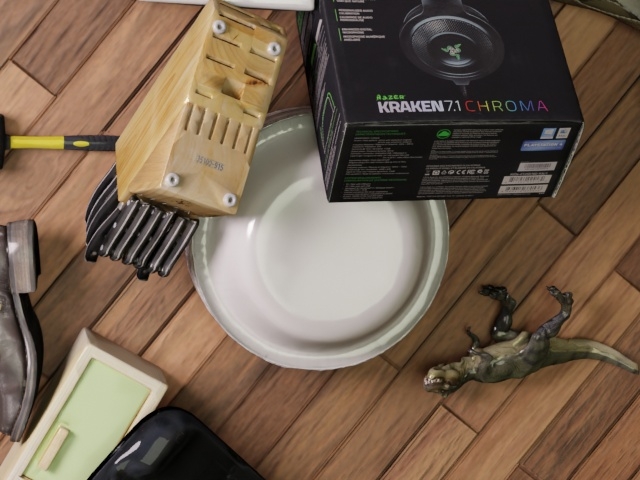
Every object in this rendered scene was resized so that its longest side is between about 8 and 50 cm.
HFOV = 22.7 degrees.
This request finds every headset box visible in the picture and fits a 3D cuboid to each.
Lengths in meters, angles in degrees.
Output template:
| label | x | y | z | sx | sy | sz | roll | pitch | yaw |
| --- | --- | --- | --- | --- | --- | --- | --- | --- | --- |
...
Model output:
| label | x | y | z | sx | sy | sz | roll | pitch | yaw |
| --- | --- | --- | --- | --- | --- | --- | --- | --- | --- |
| headset box | 0.115 | -0.189 | 1.657 | 0.246 | 0.283 | 0.131 | -1 | 144 | -11 |

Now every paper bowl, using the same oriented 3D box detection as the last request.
| label | x | y | z | sx | sy | sz | roll | pitch | yaw |
| --- | --- | --- | --- | --- | --- | --- | --- | --- | --- |
| paper bowl | 0.000 | 0.000 | 1.722 | 0.284 | 0.148 | 0.284 | -1 | 98 | -10 |

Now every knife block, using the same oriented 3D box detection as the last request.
| label | x | y | z | sx | sy | sz | roll | pitch | yaw |
| --- | --- | --- | --- | --- | --- | --- | --- | --- | --- |
| knife block | -0.156 | -0.097 | 1.656 | 0.088 | 0.242 | 0.276 | 20 | 80 | -27 |

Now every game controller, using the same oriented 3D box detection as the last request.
| label | x | y | z | sx | sy | sz | roll | pitch | yaw |
| --- | --- | --- | --- | --- | --- | --- | --- | --- | --- |
| game controller | -0.123 | 0.319 | 1.754 | 0.166 | 0.067 | 0.319 | -53 | 125 | -15 |

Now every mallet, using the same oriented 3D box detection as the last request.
| label | x | y | z | sx | sy | sz | roll | pitch | yaw |
| --- | --- | --- | --- | --- | --- | --- | --- | --- | --- |
| mallet | -0.282 | -0.114 | 1.705 | 0.189 | 0.039 | 0.062 | -7 | 104 | -14 |

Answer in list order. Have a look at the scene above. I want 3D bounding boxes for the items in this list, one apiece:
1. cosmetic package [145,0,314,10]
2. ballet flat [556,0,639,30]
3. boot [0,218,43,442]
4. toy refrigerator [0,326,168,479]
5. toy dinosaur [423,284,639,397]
| label | x | y | z | sx | sy | sz | roll | pitch | yaw |
| --- | --- | --- | --- | --- | --- | --- | --- | --- | --- |
| cosmetic package | -0.104 | -0.316 | 1.645 | 0.183 | 0.151 | 0.151 | 3 | 98 | -12 |
| ballet flat | 0.333 | -0.280 | 1.787 | 0.250 | 0.058 | 0.084 | 25 | 93 | -14 |
| boot | -0.412 | 0.086 | 1.693 | 0.229 | 0.091 | 0.263 | -1 | 95 | -6 |
| toy refrigerator | -0.279 | 0.240 | 1.731 | 0.102 | 0.094 | 0.269 | 31 | 92 | -15 |
| toy dinosaur | 0.238 | 0.111 | 1.834 | 0.268 | 0.064 | 0.118 | -6 | 107 | -13 |
